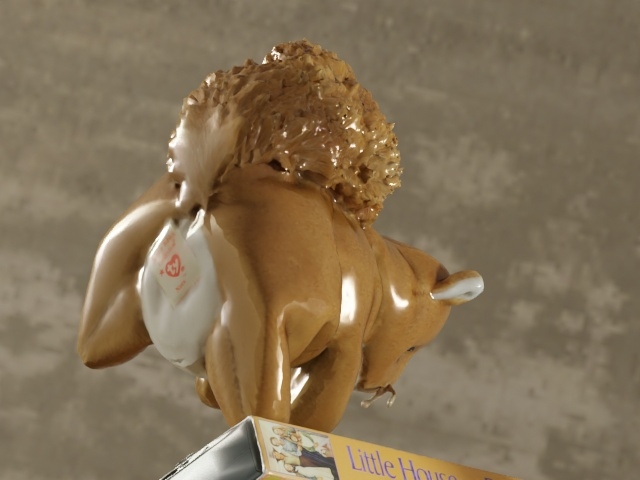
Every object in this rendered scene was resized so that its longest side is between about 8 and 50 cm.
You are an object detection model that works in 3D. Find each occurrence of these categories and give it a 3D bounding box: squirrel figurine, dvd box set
[{"bbox_3d":[0.000,0.000,1.772,0.370,0.397,0.281,4,6,-45],"label":"squirrel figurine"},{"bbox_3d":[-0.001,0.290,1.627,0.420,0.062,0.307,18,-45,-41],"label":"dvd box set"}]
